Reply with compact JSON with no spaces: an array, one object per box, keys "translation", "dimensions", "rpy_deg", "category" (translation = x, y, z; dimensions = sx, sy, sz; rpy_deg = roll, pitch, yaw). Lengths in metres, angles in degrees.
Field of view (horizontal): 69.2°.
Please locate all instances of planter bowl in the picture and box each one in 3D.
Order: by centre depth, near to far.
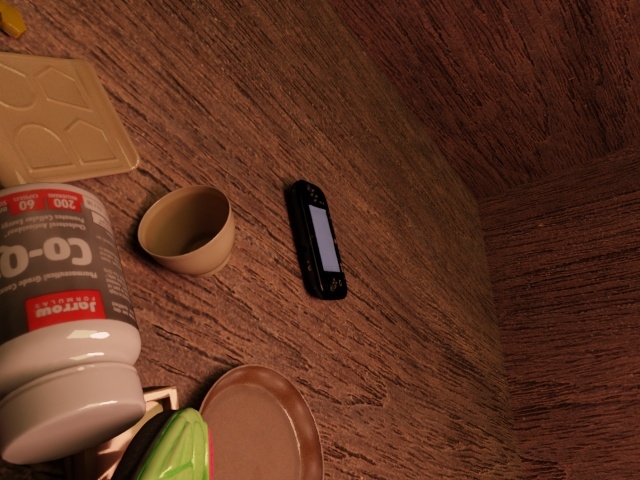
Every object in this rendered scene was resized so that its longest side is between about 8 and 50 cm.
[{"translation":[-0.219,-0.002,0.816],"dimensions":[0.109,0.161,0.162],"rpy_deg":[74,19,-49],"category":"planter bowl"}]

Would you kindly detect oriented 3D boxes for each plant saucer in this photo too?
[{"translation":[-0.110,0.379,0.817],"dimensions":[0.310,0.050,0.311],"rpy_deg":[37,37,-35],"category":"plant saucer"}]

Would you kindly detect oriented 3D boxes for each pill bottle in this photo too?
[{"translation":[-0.304,0.086,0.537],"dimensions":[0.161,0.161,0.283],"rpy_deg":[14,41,-53],"category":"pill bottle"}]

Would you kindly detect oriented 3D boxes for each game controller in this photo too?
[{"translation":[0.000,0.000,1.208],"dimensions":[0.166,0.067,0.320],"rpy_deg":[5,69,-55],"category":"game controller"}]

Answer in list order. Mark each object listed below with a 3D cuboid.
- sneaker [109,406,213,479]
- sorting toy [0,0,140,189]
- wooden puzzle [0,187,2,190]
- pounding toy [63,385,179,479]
[{"translation":[-0.266,0.358,0.407],"dimensions":[0.483,0.202,0.185],"rpy_deg":[-58,157,-33],"category":"sneaker"},{"translation":[-0.440,-0.228,0.709],"dimensions":[0.308,0.041,0.229],"rpy_deg":[63,32,-3],"category":"sorting toy"},{"translation":[-0.422,-0.074,0.664],"dimensions":[0.079,0.014,0.116],"rpy_deg":[59,33,-16],"category":"wooden puzzle"},{"translation":[-0.288,0.300,0.588],"dimensions":[0.205,0.094,0.181],"rpy_deg":[0,77,-47],"category":"pounding toy"}]
